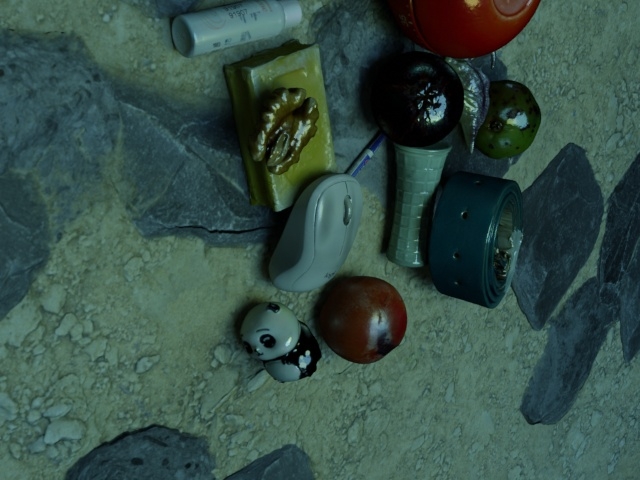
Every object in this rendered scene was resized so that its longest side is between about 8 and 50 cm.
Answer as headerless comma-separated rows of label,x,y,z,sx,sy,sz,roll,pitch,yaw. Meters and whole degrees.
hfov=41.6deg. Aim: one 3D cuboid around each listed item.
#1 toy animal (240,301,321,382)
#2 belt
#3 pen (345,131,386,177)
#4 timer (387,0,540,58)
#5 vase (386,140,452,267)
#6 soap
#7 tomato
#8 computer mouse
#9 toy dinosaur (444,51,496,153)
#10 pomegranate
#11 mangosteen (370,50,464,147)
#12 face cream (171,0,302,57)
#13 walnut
toy animal,-0.100,0.220,1.842,0.179,0.166,0.138,46,45,-30
belt,0.400,-0.002,2.117,0.300,0.173,0.436,-68,159,-14
pen,0.091,-0.175,1.946,0.204,0.025,0.025,-51,132,-16
timer,0.320,-0.584,1.820,0.378,0.279,0.378,-23,128,-33
vase,0.228,-0.091,2.033,0.143,0.143,0.299,-12,117,-39
soap,-0.072,-0.234,1.735,0.199,0.091,0.315,-26,121,-32
tomato,0.107,0.188,1.982,0.208,0.184,0.208,-15,113,-38
computer mouse,0.000,0.000,1.802,0.184,0.121,0.297,-3,132,-52
toy dinosaur,0.336,-0.364,2.024,0.162,0.077,0.294,7,103,-8
pomegranate,0.469,-0.312,2.149,0.248,0.202,0.202,-41,136,-64
mangosteen,0.216,-0.320,1.901,0.216,0.216,0.216,-16,116,-38
face cream,-0.151,-0.413,1.604,0.269,0.082,0.082,-25,120,-35
walnut,-0.077,-0.218,1.629,0.143,0.069,0.170,38,81,-44
